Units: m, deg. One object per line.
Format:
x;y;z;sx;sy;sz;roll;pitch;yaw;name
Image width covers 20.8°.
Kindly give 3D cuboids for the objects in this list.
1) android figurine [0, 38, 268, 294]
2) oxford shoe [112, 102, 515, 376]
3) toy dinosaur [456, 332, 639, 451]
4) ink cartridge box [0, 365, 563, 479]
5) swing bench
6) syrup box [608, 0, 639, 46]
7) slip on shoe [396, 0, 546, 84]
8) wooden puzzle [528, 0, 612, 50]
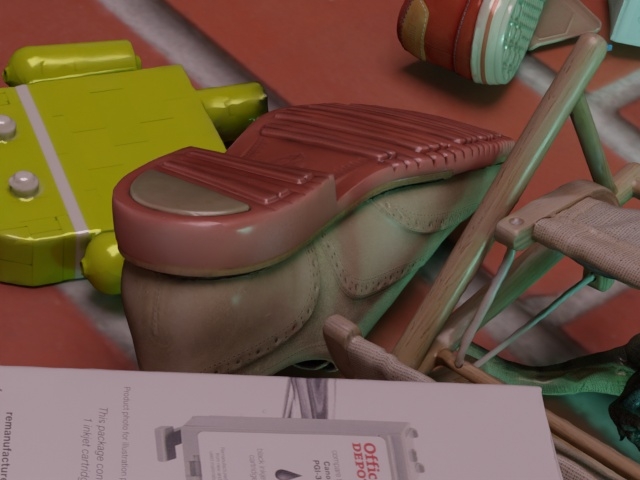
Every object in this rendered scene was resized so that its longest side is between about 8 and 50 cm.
-0.153;-0.052;1.209;0.272;0.056;0.248;-7;44;-20;android figurine
0.000;0.000;1.134;0.140;0.147;0.397;16;21;33;oxford shoe
0.222;0.091;1.112;0.268;0.064;0.118;-6;40;-9;toy dinosaur
-0.035;0.173;0.858;0.283;0.207;0.117;3;44;-7;ink cartridge box
0.187;0.057;0.982;0.253;0.165;0.255;31;73;36;swing bench
0.361;-0.201;1.423;0.236;0.096;0.093;11;42;-4;syrup box
0.150;-0.254;1.428;0.101;0.123;0.331;14;49;16;slip on shoe
0.186;-0.185;1.446;0.078;0.014;0.116;-13;45;-17;wooden puzzle
